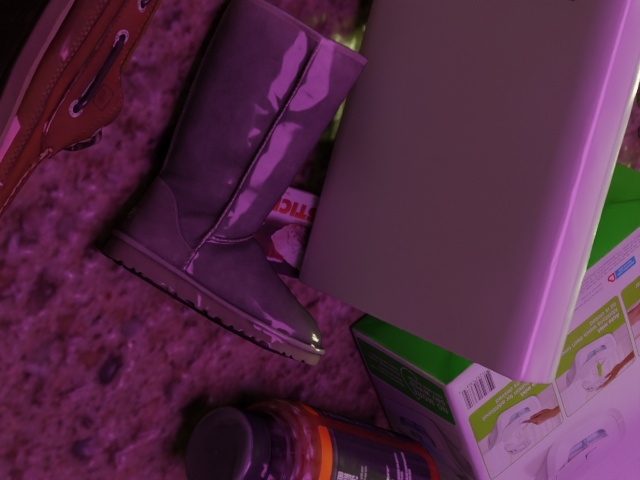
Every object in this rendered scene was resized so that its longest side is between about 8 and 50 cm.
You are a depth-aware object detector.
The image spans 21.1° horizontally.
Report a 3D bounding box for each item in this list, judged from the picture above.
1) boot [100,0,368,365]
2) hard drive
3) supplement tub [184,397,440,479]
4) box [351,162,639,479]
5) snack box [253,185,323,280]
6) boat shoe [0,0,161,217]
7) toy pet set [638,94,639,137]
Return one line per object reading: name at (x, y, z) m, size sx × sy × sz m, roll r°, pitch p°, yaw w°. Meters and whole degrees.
boot at (-0.030, -0.040, 1.181) m, size 0.190 × 0.076 × 0.208 m, roll 33°, pitch 82°, yaw -22°
hard drive at (0.111, -0.108, 1.154) m, size 0.047 × 0.233 × 0.353 m, roll 9°, pitch 99°, yaw -41°
supplement tub at (-0.007, 0.178, 1.295) m, size 0.198 × 0.106 × 0.106 m, roll 23°, pitch 94°, yaw -42°
box at (0.189, 0.100, 1.402) m, size 0.262 × 0.127 × 0.231 m, roll -38°, pitch 130°, yaw -20°
snack box at (0.000, 0.000, 1.274) m, size 0.178 × 0.022 × 0.064 m, roll 17°, pitch 96°, yaw -42°
boat shoe at (-0.167, -0.093, 1.038) m, size 0.104 × 0.111 × 0.307 m, roll 29°, pitch 91°, yaw -42°
toy pet set at (0.328, -0.147, 1.443) m, size 0.114 × 0.065 × 0.122 m, roll -26°, pitch 124°, yaw -28°
